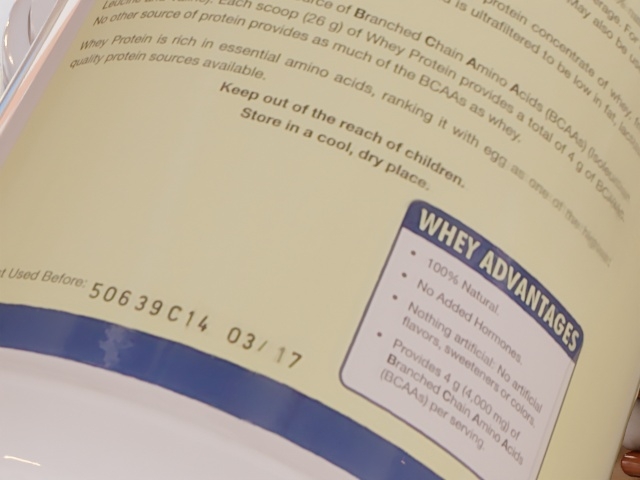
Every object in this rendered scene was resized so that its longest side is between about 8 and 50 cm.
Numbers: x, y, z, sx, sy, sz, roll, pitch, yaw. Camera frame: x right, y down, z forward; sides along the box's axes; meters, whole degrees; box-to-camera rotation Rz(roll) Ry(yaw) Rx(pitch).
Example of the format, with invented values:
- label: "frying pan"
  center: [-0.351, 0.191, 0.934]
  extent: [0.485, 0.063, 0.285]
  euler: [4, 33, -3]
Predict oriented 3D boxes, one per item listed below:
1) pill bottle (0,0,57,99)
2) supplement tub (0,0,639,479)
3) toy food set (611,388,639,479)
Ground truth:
- label: "pill bottle"
  center: [-0.137, -0.104, 1.134]
  extent: [0.124, 0.124, 0.221]
  euler: [-24, -7, -16]
- label: "supplement tub"
  center: [0.000, 0.000, 0.621]
  extent: [0.235, 0.235, 0.325]
  euler: [-4, 50, 39]
- label: "toy food set"
  center: [0.245, 0.080, 1.254]
  extent: [0.306, 0.092, 0.220]
  euler: [-6, 54, 63]
